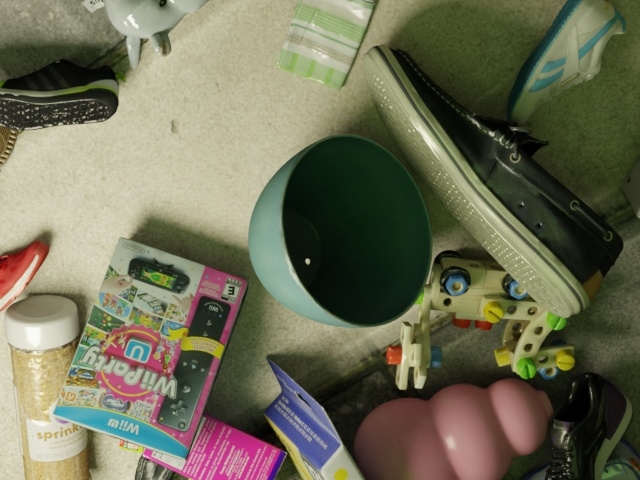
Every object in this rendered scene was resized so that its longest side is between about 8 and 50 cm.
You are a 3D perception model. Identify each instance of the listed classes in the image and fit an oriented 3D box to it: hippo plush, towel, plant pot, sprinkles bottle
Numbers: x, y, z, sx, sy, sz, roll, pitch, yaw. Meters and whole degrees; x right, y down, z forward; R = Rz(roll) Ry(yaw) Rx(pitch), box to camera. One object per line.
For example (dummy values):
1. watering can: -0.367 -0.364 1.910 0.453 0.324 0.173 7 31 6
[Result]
1. hippo plush: -0.249 -0.392 1.607 0.294 0.236 0.234 -33 106 16
2. towel: 0.007 -0.315 1.733 0.113 0.023 0.152 21 112 -3
3. plant pot: 0.000 0.000 1.750 0.195 0.290 0.290 -15 115 50
4. sprinkles bottle: -0.465 0.275 1.953 0.121 0.121 0.355 2 112 4

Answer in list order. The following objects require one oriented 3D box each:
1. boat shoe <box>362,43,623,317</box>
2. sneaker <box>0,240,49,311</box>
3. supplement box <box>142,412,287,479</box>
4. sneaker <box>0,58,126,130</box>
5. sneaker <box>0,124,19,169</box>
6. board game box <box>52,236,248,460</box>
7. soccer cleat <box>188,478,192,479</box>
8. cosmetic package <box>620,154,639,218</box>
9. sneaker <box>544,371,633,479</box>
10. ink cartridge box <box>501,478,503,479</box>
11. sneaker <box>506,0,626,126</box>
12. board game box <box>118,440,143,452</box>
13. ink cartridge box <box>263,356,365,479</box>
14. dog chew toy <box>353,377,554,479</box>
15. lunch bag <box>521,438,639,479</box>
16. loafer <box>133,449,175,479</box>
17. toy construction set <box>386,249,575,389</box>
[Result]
1. boat shoe: 0.254 -0.111 1.702 0.156 0.187 0.500 -42 86 -8
2. sneaker: -0.560 0.055 1.892 0.128 0.087 0.221 41 108 -13
3. supplement box: -0.183 0.364 1.946 0.220 0.111 0.113 27 78 -2
4. sneaker: -0.421 -0.233 1.771 0.235 0.097 0.084 0 148 -2
5. sneaker: -0.566 -0.089 1.839 0.099 0.153 0.282 24 81 -3
6. board game box: -0.268 0.176 1.830 0.224 0.097 0.303 19 77 -3
7. soccer cleat: -0.206 0.450 2.037 0.072 0.060 0.178 8 109 0
8. cosmetic package: 0.579 -0.080 1.713 0.184 0.151 0.151 25 110 -6
9. sneaker: 0.402 0.349 1.853 0.124 0.107 0.283 40 67 -35
10. ink cartridge box: 0.263 0.518 1.989 0.128 0.127 0.176 -3 111 5
11. sneaker: 0.361 -0.258 1.696 0.092 0.087 0.228 30 113 -10
12. board game box: -0.301 0.262 1.950 0.043 0.092 0.181 14 112 -2
13. ink cartridge box: 0.003 0.365 1.861 0.072 0.304 0.307 -35 108 -11
14. dog chew toy: 0.226 0.332 1.887 0.332 0.206 0.206 -23 108 5
15. lunch bag: 0.506 0.501 1.974 0.243 0.115 0.303 -31 105 13
16. loafer: -0.302 0.476 2.044 0.078 0.076 0.223 16 109 6
17. toy construction set: 0.255 0.134 1.811 0.328 0.151 0.215 -3 118 -21
